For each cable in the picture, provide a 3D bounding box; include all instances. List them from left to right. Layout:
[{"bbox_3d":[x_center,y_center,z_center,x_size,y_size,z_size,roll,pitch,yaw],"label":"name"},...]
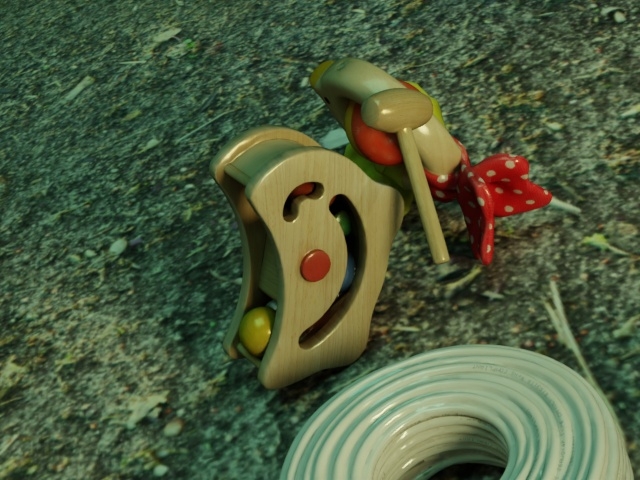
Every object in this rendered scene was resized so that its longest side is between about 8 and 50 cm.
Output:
[{"bbox_3d":[0.089,0.181,0.930,0.257,0.089,0.257,-11,35,16],"label":"cable"}]

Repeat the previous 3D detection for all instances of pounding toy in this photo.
[{"bbox_3d":[0.000,0.000,1.089,0.154,0.269,0.155,5,18,-34],"label":"pounding toy"}]

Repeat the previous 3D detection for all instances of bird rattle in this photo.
[{"bbox_3d":[0.078,-0.080,1.219,0.143,0.207,0.253,-44,26,0],"label":"bird rattle"}]
